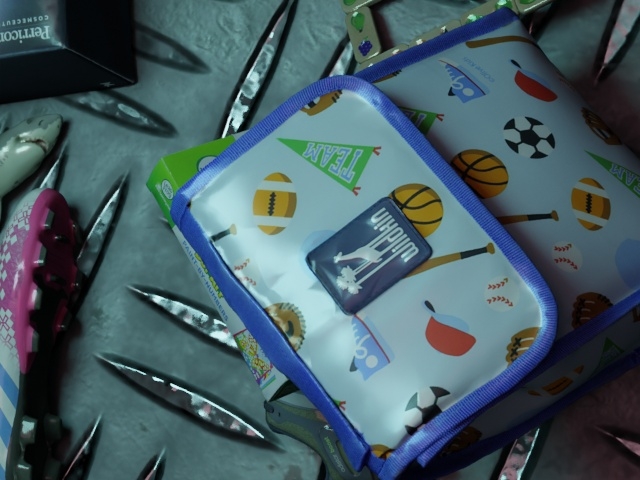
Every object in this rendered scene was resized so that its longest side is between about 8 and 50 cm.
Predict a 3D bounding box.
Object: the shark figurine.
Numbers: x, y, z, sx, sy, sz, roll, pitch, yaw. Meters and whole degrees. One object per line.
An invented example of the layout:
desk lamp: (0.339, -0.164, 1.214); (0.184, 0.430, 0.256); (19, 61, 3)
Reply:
shark figurine: (-0.425, -0.082, 1.956); (0.116, 0.278, 0.166); (54, 133, 47)

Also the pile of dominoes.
pile of dominoes: (0.120, -0.285, 1.833); (0.251, 0.040, 0.196); (-25, 65, 20)

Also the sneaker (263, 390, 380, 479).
sneaker: (-0.018, 0.121, 1.817); (0.121, 0.111, 0.300); (-39, 69, 16)

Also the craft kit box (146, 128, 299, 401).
craft kit box: (0.000, 0.000, 1.772); (0.247, 0.250, 0.061); (58, 146, 18)

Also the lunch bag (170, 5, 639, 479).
lunch bag: (0.106, 0.011, 1.628); (0.385, 0.239, 0.328); (-25, 66, -33)

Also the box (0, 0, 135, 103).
box: (-0.365, -0.301, 1.952); (0.296, 0.183, 0.294); (-7, 81, 18)

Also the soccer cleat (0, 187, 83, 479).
soccer cleat: (-0.335, 0.106, 1.916); (0.143, 0.116, 0.331); (4, 84, 18)
